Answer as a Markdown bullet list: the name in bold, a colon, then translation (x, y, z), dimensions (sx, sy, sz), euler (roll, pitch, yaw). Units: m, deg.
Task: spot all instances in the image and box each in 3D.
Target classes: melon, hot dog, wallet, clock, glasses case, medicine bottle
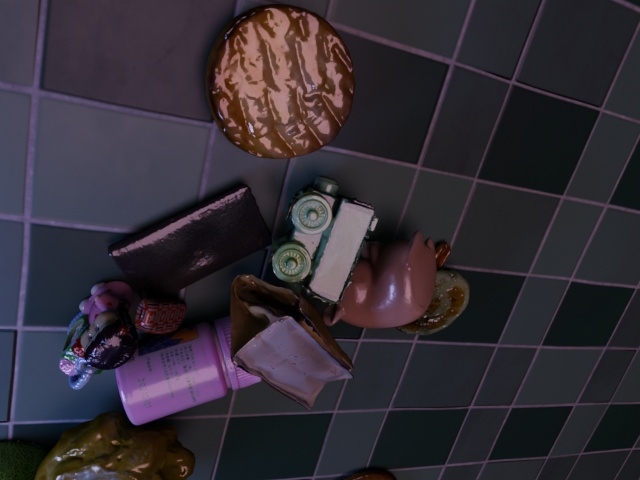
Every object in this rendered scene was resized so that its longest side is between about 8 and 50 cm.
- **melon**: translation (-0.671, 0.564, 1.130), dimensions (0.129, 0.169, 0.265), euler (-42, 123, 1)
- **hot dog**: translation (0.309, 0.056, 1.356), dimensions (0.049, 0.037, 0.122), euler (26, 104, -15)
- **wallet**: translation (-0.273, 0.008, 1.100), dimensions (0.321, 0.044, 0.170), euler (-27, 124, -9)
- **clock**: translation (-0.450, 0.200, 1.033), dimensions (0.100, 0.195, 0.194), euler (34, 97, -33)
- **glasses case**: translation (-0.341, 0.158, 1.070), dimensions (0.049, 0.194, 0.073), euler (13, 83, 7)
- **medicine bottle**: translation (-0.293, 0.283, 1.142), dimensions (0.291, 0.178, 0.178), euler (-16, 119, -14)

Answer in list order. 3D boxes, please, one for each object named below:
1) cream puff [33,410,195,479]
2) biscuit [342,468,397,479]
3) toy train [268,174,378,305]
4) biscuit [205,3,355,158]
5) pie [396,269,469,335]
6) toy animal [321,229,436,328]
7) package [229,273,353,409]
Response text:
- **cream puff**: translation (-0.476, 0.517, 1.151), dimensions (0.323, 0.270, 0.274), euler (-35, 99, 0)
- **biscuit**: translation (0.120, 0.877, 1.663), dimensions (0.318, 0.040, 0.317), euler (-8, 115, -18)
- **toy train**: translation (0.000, 0.000, 1.112), dimensions (0.188, 0.159, 0.271), euler (20, 98, -7)
- **biscuit**: translation (-0.079, -0.306, 0.995), dimensions (0.297, 0.102, 0.296), euler (-7, 115, -14)
- **pie**: translation (0.292, 0.171, 1.369), dimensions (0.241, 0.054, 0.240), euler (-9, 128, -12)
- **toy animal**: translation (0.142, 0.103, 1.217), dimensions (0.195, 0.256, 0.212), euler (16, 67, -53)
- **package**: translation (-0.046, 0.213, 1.134), dimensions (0.165, 0.221, 0.311), euler (-25, 134, 16)
